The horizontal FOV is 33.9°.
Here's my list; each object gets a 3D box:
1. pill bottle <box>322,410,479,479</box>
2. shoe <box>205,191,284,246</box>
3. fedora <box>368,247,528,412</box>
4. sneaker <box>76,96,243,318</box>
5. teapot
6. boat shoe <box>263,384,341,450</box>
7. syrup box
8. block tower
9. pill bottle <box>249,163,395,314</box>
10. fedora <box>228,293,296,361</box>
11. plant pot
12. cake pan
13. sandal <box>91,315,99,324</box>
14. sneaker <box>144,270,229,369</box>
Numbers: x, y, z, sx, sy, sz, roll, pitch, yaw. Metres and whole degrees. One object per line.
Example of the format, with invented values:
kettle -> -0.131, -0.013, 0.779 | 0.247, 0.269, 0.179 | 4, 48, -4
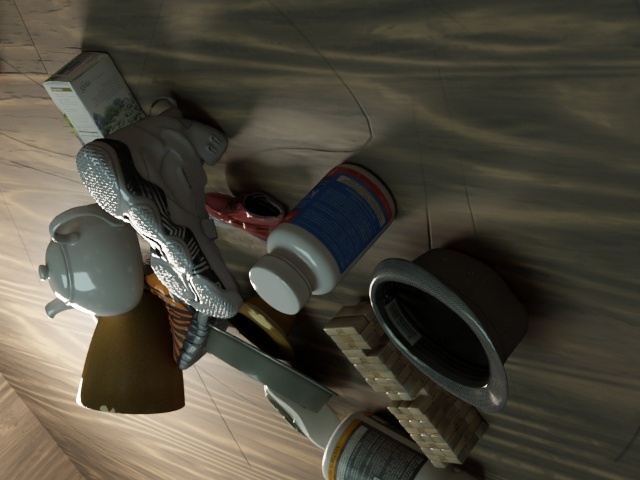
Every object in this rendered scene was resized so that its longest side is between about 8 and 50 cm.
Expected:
pill bottle -> 0.154, 0.451, 2.005 | 0.278, 0.162, 0.162 | 25, 147, 30
shoe -> -0.135, -0.056, 1.791 | 0.178, 0.063, 0.081 | 26, 146, 19
fedora -> 0.201, 0.108, 1.522 | 0.275, 0.124, 0.244 | 28, 147, 41
sneaker -> -0.211, -0.059, 1.720 | 0.366, 0.210, 0.137 | 51, 150, -13
teapot -> -0.479, 0.044, 2.139 | 0.252, 0.187, 0.256 | 13, 111, 62
boat shoe -> -0.034, 0.364, 2.218 | 0.219, 0.078, 0.070 | 45, 151, 12
syrup box -> -0.372, -0.207, 1.847 | 0.096, 0.093, 0.237 | 8, 136, 46
block tower -> 0.154, 0.243, 1.799 | 0.335, 0.091, 0.097 | 52, 151, -18
pill bottle -> 0.000, 0.000, 1.528 | 0.124, 0.221, 0.124 | 30, 148, 21
fedora -> -0.103, 0.149, 2.002 | 0.194, 0.079, 0.194 | 34, 160, 14
plant pot -> -0.411, 0.233, 2.314 | 0.237, 0.237, 0.254 | 6, 94, 47
cake pan -> -0.104, 0.254, 2.054 | 0.293, 0.054, 0.293 | 29, 172, 4
sandal -> -0.484, 0.118, 2.407 | 0.086, 0.120, 0.303 | -26, 109, 45
sneaker -> -0.285, 0.133, 2.190 | 0.180, 0.124, 0.321 | 41, 141, 12
